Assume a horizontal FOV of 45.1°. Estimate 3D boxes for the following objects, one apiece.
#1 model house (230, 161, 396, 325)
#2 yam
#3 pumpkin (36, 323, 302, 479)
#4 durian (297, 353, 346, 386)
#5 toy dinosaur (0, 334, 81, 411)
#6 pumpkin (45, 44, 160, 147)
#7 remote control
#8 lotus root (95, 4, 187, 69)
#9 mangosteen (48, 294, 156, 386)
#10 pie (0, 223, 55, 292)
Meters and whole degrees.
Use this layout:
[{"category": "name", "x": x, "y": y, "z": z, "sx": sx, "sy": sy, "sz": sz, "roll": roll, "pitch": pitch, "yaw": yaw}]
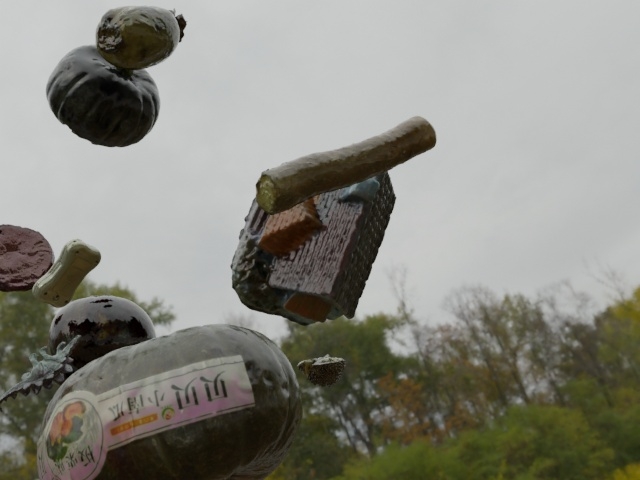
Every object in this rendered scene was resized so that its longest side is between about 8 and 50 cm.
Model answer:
[{"category": "model house", "x": 0.000, "y": 0.000, "z": 1.672, "sx": 0.297, "sy": 0.360, "sz": 0.339, "roll": 26, "pitch": -14, "yaw": -13}, {"category": "yam", "x": 0.053, "y": -0.136, "z": 1.313, "sx": 0.357, "sy": 0.081, "sz": 0.081, "roll": -25, "pitch": -20, "yaw": -27}, {"category": "pumpkin", "x": -0.135, "y": 0.201, "z": 0.760, "sx": 0.260, "sy": 0.189, "sz": 0.260, "roll": -17, "pitch": -20, "yaw": -6}, {"category": "durian", "x": 0.006, "y": 0.303, "z": 1.785, "sx": 0.111, "sy": 0.071, "sz": 0.140, "roll": 1, "pitch": 3, "yaw": 12}, {"category": "toy dinosaur", "x": -0.513, "y": 0.246, "z": 1.393, "sx": 0.209, "sy": 0.082, "sz": 0.039, "roll": -42, "pitch": -44, "yaw": -22}, {"category": "pumpkin", "x": -0.543, "y": -0.399, "z": 2.013, "sx": 0.296, "sy": 0.295, "sz": 0.296, "roll": -17, "pitch": -24, "yaw": -8}, {"category": "remote control", "x": -0.424, "y": 0.055, "z": 1.288, "sx": 0.122, "sy": 0.032, "sz": 0.074, "roll": -52, "pitch": -34, "yaw": -2}, {"category": "lotus root", "x": -0.399, "y": -0.470, "z": 1.769, "sx": 0.154, "sy": 0.154, "sz": 0.278, "roll": -37, "pitch": 4, "yaw": 32}, {"category": "mangosteen", "x": -0.484, "y": 0.259, "z": 1.676, "sx": 0.231, "sy": 0.289, "sz": 0.231, "roll": 7, "pitch": -22, "yaw": 3}, {"category": "pie", "x": -0.570, "y": 0.031, "z": 1.430, "sx": 0.154, "sy": 0.154, "sz": 0.036, "roll": -4, "pitch": -31, "yaw": -32}]
